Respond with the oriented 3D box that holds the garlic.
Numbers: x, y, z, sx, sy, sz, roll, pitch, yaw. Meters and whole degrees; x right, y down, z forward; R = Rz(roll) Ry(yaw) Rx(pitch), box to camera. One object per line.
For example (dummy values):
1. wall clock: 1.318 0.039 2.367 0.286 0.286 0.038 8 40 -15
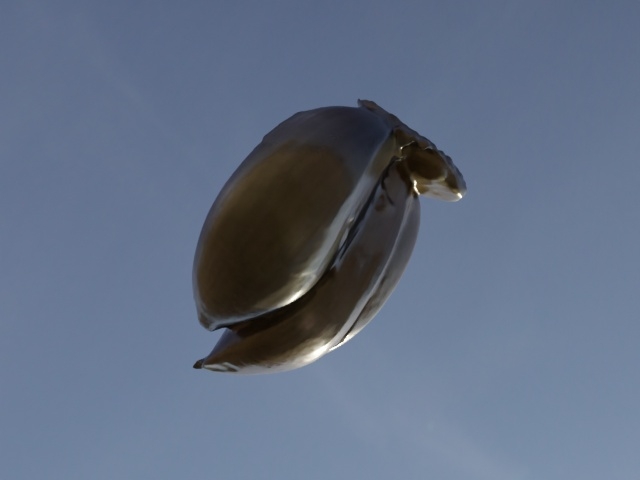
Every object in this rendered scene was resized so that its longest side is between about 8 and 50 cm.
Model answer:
1. garlic: -0.001 0.000 1.302 0.132 0.325 0.279 29 -18 35
